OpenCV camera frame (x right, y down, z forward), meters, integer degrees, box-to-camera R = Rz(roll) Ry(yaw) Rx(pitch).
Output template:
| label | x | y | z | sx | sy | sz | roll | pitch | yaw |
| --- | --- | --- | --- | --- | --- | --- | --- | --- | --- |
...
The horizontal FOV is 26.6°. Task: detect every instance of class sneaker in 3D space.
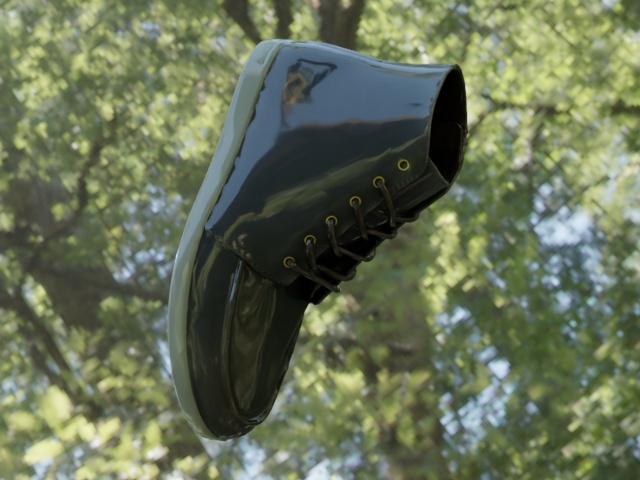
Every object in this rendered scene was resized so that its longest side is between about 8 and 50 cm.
| label | x | y | z | sx | sy | sz | roll | pitch | yaw |
| --- | --- | --- | --- | --- | --- | --- | --- | --- | --- |
| sneaker | 0.000 | 0.000 | 0.700 | 0.083 | 0.118 | 0.222 | 32 | -112 | -61 |
